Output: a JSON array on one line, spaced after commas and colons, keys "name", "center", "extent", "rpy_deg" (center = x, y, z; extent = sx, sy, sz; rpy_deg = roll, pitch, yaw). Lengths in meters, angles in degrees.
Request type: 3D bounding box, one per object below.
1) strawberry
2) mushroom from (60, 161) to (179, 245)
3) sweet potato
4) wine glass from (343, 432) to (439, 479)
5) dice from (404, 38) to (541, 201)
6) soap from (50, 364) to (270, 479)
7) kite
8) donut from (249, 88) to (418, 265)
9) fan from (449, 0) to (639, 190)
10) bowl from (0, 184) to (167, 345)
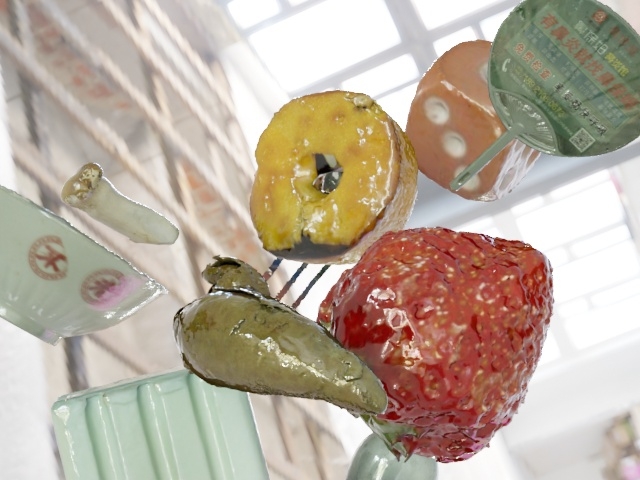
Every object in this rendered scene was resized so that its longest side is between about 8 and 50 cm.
[{"name": "strawberry", "center": [0.134, 0.095, 1.308], "extent": [0.257, 0.277, 0.257], "rpy_deg": [49, 170, 12]}, {"name": "mushroom", "center": [-0.338, -0.052, 2.088], "extent": [0.209, 0.071, 0.084], "rpy_deg": [34, -118, -21]}, {"name": "sweet potato", "center": [-0.065, 0.084, 1.072], "extent": [0.310, 0.124, 0.098], "rpy_deg": [-153, 60, -61]}, {"name": "wine glass", "center": [0.118, 0.289, 1.700], "extent": [0.241, 0.126, 0.126], "rpy_deg": [-61, -34, -20]}, {"name": "dice", "center": [0.236, -0.176, 1.806], "extent": [0.174, 0.175, 0.179], "rpy_deg": [35, 138, 18]}, {"name": "soap", "center": [-0.150, 0.315, 1.325], "extent": [0.115, 0.208, 0.347], "rpy_deg": [152, 104, -81]}, {"name": "kite", "center": [0.001, 0.000, 1.873], "extent": [0.141, 0.245, 0.015], "rpy_deg": [42, 167, -17]}, {"name": "donut", "center": [0.013, -0.081, 1.609], "extent": [0.118, 0.253, 0.254], "rpy_deg": [20, -134, -54]}, {"name": "fan", "center": [0.309, -0.166, 1.558], "extent": [0.012, 0.223, 0.294], "rpy_deg": [-60, -14, -65]}, {"name": "bowl", "center": [-0.397, 0.048, 1.738], "extent": [0.337, 0.158, 0.337], "rpy_deg": [30, 172, 4]}]
